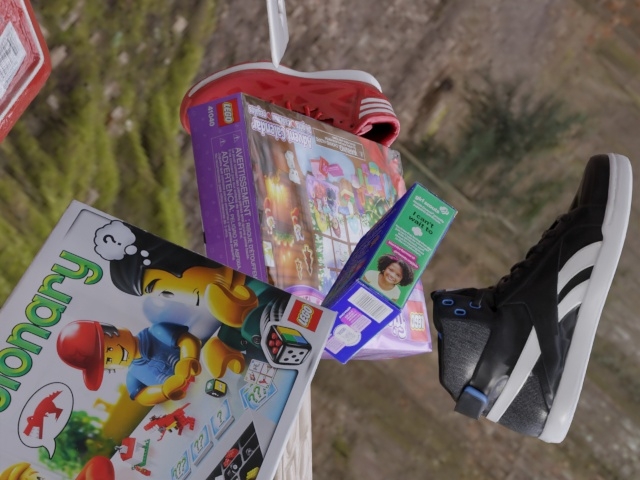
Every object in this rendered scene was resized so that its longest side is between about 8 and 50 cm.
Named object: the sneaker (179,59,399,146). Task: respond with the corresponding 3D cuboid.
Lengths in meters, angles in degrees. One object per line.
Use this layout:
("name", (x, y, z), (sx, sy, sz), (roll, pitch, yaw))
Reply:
("sneaker", (-0.024, -0.124, 1.297), (0.221, 0.087, 0.128), (-10, -151, -16))

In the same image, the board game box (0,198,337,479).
("board game box", (-0.125, 0.125, 0.757), (0.053, 0.193, 0.305), (113, 0, -47))

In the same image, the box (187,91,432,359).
("box", (0.000, 0.000, 1.110), (0.057, 0.201, 0.293), (-13, 169, 27))

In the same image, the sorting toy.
("sorting toy", (-0.041, 0.260, 1.611), (0.038, 0.208, 0.193), (-4, -171, 11))

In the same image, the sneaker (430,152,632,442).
("sneaker", (0.146, 0.029, 0.935), (0.079, 0.121, 0.217), (64, 41, -83))

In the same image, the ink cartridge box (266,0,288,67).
("ink cartridge box", (-0.107, -0.292, 0.871), (0.119, 0.353, 0.207), (-9, -167, 3))

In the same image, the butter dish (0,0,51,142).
("butter dish", (-0.303, -0.156, 1.012), (0.160, 0.118, 0.160), (-69, 153, -45))

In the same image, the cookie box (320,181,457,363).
("cookie box", (0.043, 0.023, 0.917), (0.092, 0.040, 0.107), (-48, -172, 51))
